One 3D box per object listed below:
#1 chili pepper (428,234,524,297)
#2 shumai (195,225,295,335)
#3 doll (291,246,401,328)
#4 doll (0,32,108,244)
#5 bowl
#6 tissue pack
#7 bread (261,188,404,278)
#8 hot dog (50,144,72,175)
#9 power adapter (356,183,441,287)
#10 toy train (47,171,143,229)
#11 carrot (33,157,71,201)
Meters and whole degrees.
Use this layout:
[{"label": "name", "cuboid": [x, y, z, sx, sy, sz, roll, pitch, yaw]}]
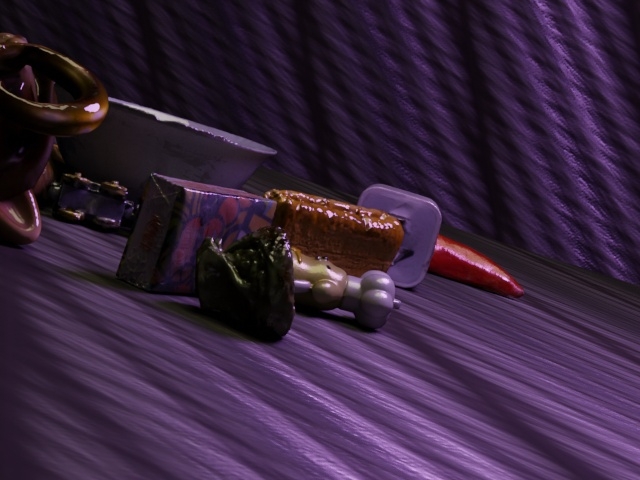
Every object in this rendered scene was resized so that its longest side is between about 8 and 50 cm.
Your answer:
[{"label": "chili pepper", "cuboid": [0.210, 0.031, 2.243, 0.272, 0.071, 0.063, 22, -33, 4]}, {"label": "shumai", "cuboid": [-0.072, 0.036, 1.247, 0.087, 0.099, 0.124, -1, 7, -11]}, {"label": "doll", "cuboid": [0.008, 0.048, 1.458, 0.162, 0.062, 0.106, 17, 10, -6]}, {"label": "doll", "cuboid": [-0.394, -0.128, 1.244, 0.340, 0.209, 0.318, 15, 9, -45]}, {"label": "bowl", "cuboid": [-0.226, -0.098, 1.760, 0.313, 0.146, 0.313, 19, 5, -2]}, {"label": "tissue pack", "cuboid": [-0.120, -0.002, 1.331, 0.060, 0.108, 0.148, 23, 9, 34]}, {"label": "bread", "cuboid": [0.000, 0.000, 1.684, 0.211, 0.114, 0.083, 13, 23, -40]}, {"label": "hot dog", "cuboid": [-0.360, -0.105, 2.030, 0.133, 0.041, 0.056, 30, 12, 33]}, {"label": "power adapter", "cuboid": [0.102, -0.007, 1.927, 0.125, 0.130, 0.205, 17, 4, 3]}, {"label": "toy train", "cuboid": [-0.223, -0.034, 1.609, 0.202, 0.060, 0.081, 15, -1, -15]}, {"label": "carrot", "cuboid": [-0.346, -0.077, 1.646, 0.070, 0.070, 0.342, 17, 3, 1]}]
